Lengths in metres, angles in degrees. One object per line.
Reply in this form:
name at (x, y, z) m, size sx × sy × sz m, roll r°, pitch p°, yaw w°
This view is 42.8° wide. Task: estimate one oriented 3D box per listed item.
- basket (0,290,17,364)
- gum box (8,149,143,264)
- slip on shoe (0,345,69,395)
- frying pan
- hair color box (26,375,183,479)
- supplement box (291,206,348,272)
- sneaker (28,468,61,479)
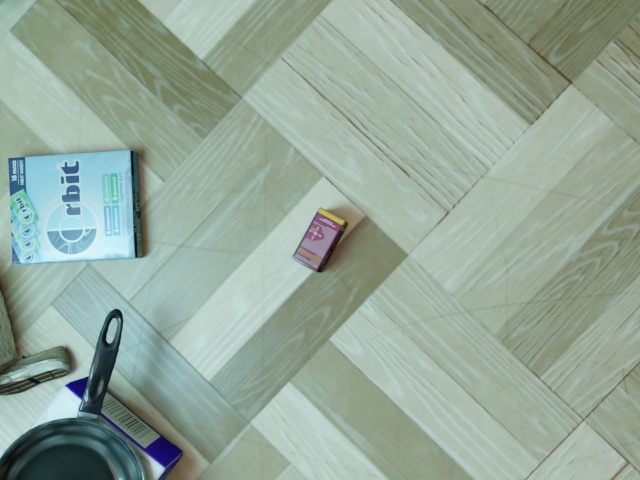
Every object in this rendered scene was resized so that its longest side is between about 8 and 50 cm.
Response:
basket at (-0.517, 0.115, 1.169) m, size 0.113 × 0.103 × 0.167 m, roll -17°, pitch 88°, yaw 4°
gum box at (-0.357, -0.047, 1.189) m, size 0.184 × 0.041 × 0.157 m, roll -4°, pitch 88°, yaw 4°
slip on shoe at (-0.432, 0.190, 1.189) m, size 0.135 × 0.051 × 0.041 m, roll -19°, pitch 61°, yaw 7°
frying pan at (-0.333, 0.263, 1.045) m, size 0.197 × 0.053 × 0.326 m, roll -6°, pitch 79°, yaw -25°
hair color box at (-0.373, 0.383, 1.146) m, size 0.185 × 0.110 × 0.339 m, roll 38°, pitch 90°, yaw 5°
supplement box at (0.000, 0.000, 1.148) m, size 0.043 × 0.055 × 0.083 m, roll 29°, pitch 90°, yaw 7°
sneaker at (-0.396, 0.355, 1.071) m, size 0.144 × 0.053 × 0.059 m, roll -29°, pitch 87°, yaw 5°
